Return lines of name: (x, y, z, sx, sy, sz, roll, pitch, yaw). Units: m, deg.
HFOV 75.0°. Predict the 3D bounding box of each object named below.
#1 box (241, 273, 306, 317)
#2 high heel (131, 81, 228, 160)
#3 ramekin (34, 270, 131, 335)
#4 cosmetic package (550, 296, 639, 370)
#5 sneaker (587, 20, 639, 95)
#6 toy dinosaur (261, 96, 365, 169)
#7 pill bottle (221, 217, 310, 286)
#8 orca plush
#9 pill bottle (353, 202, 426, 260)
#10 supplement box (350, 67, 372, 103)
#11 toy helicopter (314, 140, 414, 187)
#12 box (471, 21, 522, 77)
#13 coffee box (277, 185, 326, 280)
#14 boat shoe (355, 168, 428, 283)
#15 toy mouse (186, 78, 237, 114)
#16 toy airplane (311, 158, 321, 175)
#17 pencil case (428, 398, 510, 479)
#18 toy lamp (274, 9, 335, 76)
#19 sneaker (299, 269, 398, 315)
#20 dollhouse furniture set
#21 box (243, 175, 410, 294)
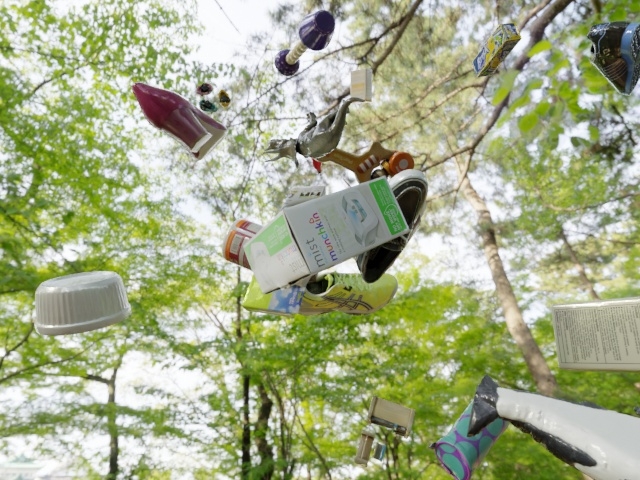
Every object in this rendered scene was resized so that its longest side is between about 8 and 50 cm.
box: (-0.131, 0.164, 1.231, 0.179, 0.108, 0.042, 6, -30, 18)
high heel: (-0.347, -0.310, 1.074, 0.181, 0.377, 0.127, 44, -92, -11)
ramekin: (-0.580, 0.144, 1.018, 0.208, 0.108, 0.207, -4, 8, 0)
cosmetic package: (0.672, 0.201, 0.877, 0.129, 0.153, 0.296, 18, -22, -39)
sneaker: (0.654, -0.403, 0.922, 0.232, 0.091, 0.081, 25, -85, -50)
toy dinosaur: (0.005, -0.265, 1.072, 0.314, 0.160, 0.121, -4, -36, 44)
pill bottle: (-0.127, 0.033, 1.055, 0.222, 0.121, 0.121, 21, -34, 13)
orca plush: (0.316, 0.259, 0.468, 0.288, 0.151, 0.102, 6, -70, 21)
pill bottle: (0.296, -0.067, 1.791, 0.224, 0.392, 0.223, 22, -44, 23)
supplement box: (0.128, -0.482, 1.306, 0.062, 0.098, 0.036, 9, 15, 42)
toy helicopter: (0.125, -0.240, 1.426, 0.356, 0.140, 0.234, 21, -78, -13)
box: (0.521, -0.564, 1.243, 0.054, 0.059, 0.169, -11, -12, -11)
coffee box: (-0.054, -0.028, 1.273, 0.119, 0.297, 0.167, -1, -58, 13)
boat shoe: (0.163, -0.020, 0.963, 0.108, 0.102, 0.301, 15, -51, -17)
toy mouse: (-0.376, -0.471, 1.391, 0.143, 0.160, 0.031, -18, -16, -28)
toy airplane: (-0.025, -0.305, 1.517, 0.028, 0.151, 0.151, -20, -36, -3)
pencil case: (0.235, 0.288, 0.633, 0.152, 0.064, 0.070, -27, -28, -36)
toy lamp: (-0.038, -0.459, 0.978, 0.080, 0.080, 0.275, 9, 3, -21)
sneaker: (0.083, 0.173, 1.428, 0.386, 0.145, 0.147, -9, -34, -7)
dollhouse furniture set: (0.190, 0.582, 1.230, 0.130, 0.183, 0.128, 14, -31, 16)
box: (0.000, 0.000, 0.837, 0.231, 0.126, 0.262, -21, -4, -28)
